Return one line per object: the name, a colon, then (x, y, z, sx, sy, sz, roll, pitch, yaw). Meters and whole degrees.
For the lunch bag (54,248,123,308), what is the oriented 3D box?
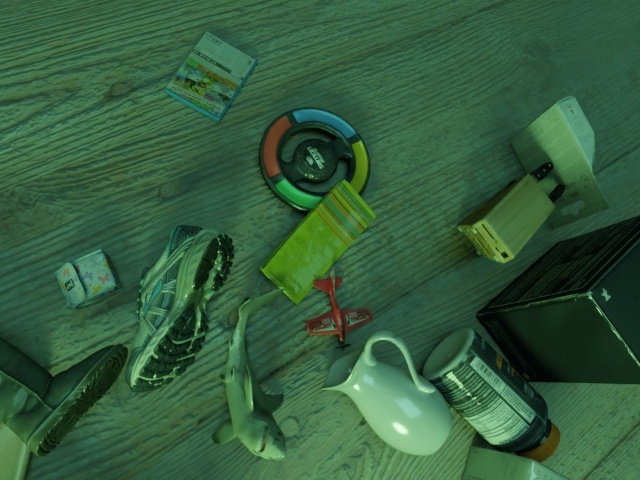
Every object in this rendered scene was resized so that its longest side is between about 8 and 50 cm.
lunch bag: (-0.378, 0.064, 0.766, 0.083, 0.053, 0.071, -24, 81, -12)

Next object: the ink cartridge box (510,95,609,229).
ink cartridge box: (0.520, -0.160, 1.013, 0.066, 0.189, 0.233, -25, 82, -11)

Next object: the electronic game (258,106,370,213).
electronic game: (-0.009, -0.160, 0.938, 0.229, 0.048, 0.230, 4, 74, -15)

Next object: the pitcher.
pitcher: (0.130, 0.252, 0.792, 0.207, 0.178, 0.125, 37, 36, -1)

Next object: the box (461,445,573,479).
box: (0.319, 0.460, 0.778, 0.118, 0.182, 0.181, 28, 68, -6)

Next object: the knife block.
knife block: (0.399, -0.070, 0.931, 0.242, 0.275, 0.088, -39, 87, 8)

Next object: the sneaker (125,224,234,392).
sneaker: (-0.247, 0.106, 0.779, 0.122, 0.110, 0.283, 20, 81, 27)

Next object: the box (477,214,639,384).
box: (0.514, 0.110, 0.876, 0.296, 0.294, 0.183, -34, 85, -21)

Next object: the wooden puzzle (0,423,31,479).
wooden puzzle: (-0.575, 0.332, 0.616, 0.321, 0.080, 0.349, 8, 73, -14)

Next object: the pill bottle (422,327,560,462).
pill bottle: (0.314, 0.287, 0.856, 0.245, 0.130, 0.130, 44, 68, -1)

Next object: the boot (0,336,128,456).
boot: (-0.416, 0.178, 0.673, 0.208, 0.076, 0.190, 27, 47, 13)

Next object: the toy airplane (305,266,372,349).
toy airplane: (0.026, 0.126, 0.870, 0.151, 0.028, 0.152, 9, 74, -32)

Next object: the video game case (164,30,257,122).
video game case: (-0.216, -0.330, 0.947, 0.119, 0.015, 0.167, 29, 68, -7)

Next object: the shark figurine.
shark figurine: (-0.104, 0.230, 0.789, 0.116, 0.166, 0.279, 15, 50, -38)

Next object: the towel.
towel: (0.000, 0.000, 0.885, 0.102, 0.021, 0.237, 45, 75, -10)
